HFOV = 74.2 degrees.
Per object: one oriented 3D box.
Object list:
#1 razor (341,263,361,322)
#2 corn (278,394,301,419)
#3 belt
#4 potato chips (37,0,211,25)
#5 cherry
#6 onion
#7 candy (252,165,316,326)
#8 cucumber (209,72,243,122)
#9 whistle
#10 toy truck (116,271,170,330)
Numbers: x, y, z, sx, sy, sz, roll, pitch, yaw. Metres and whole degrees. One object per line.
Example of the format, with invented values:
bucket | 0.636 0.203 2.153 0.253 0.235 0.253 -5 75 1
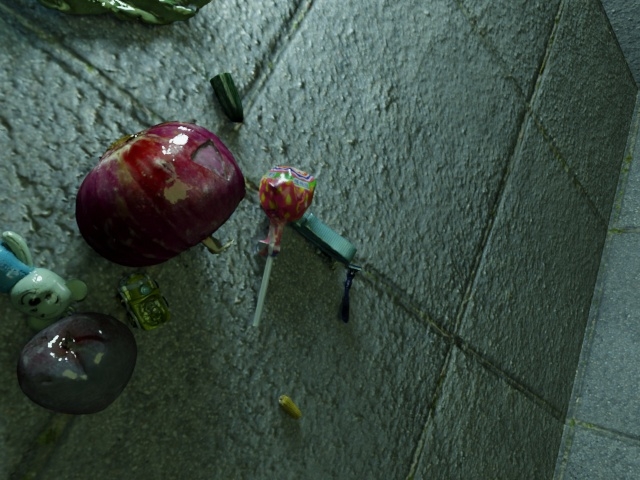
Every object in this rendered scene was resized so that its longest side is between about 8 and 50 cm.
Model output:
razor | 0.075 0.141 1.122 0.044 0.028 0.154 15 80 -29
corn | -0.075 0.395 1.008 0.027 0.028 0.083 -40 118 -13
belt | 0.002 -0.004 1.050 0.179 0.100 0.065 39 67 -14
potato chips | -0.371 -0.584 0.742 0.390 0.097 0.372 -24 103 -36
cherry | -0.388 0.201 0.699 0.176 0.140 0.176 -32 143 -28
onion | -0.279 -0.064 0.723 0.272 0.256 0.230 40 48 -6
candy | -0.103 0.014 0.946 0.124 0.124 0.364 12 89 -37
cucumber | -0.196 -0.301 0.907 0.048 0.048 0.105 -31 110 -33
whistle | -0.490 0.049 0.661 0.114 0.077 0.235 -44 115 -2
toy truck | -0.325 0.111 0.784 0.076 0.077 0.111 -31 108 -34
